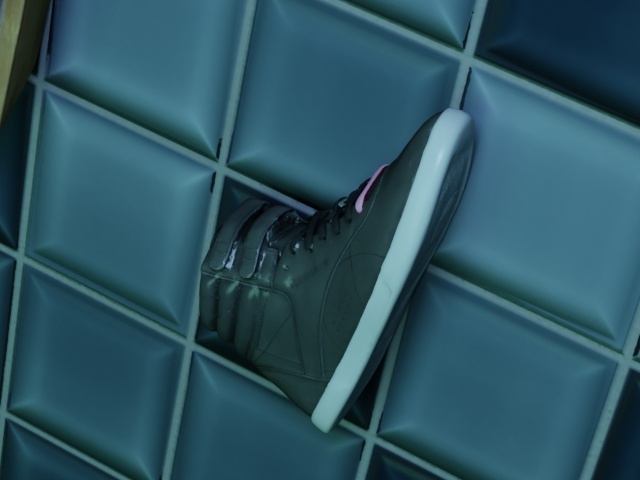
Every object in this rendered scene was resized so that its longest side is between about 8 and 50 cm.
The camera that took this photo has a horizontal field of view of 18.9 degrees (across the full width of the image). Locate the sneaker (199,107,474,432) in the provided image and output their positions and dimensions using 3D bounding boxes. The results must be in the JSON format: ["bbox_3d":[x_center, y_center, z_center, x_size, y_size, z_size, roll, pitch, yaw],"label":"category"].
[{"bbox_3d":[0.000,0.000,1.343,0.147,0.104,0.296,32,132,8],"label":"sneaker"}]

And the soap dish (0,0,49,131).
[{"bbox_3d":[-0.316,-0.241,1.409,0.291,0.118,0.229,30,127,16],"label":"soap dish"}]
